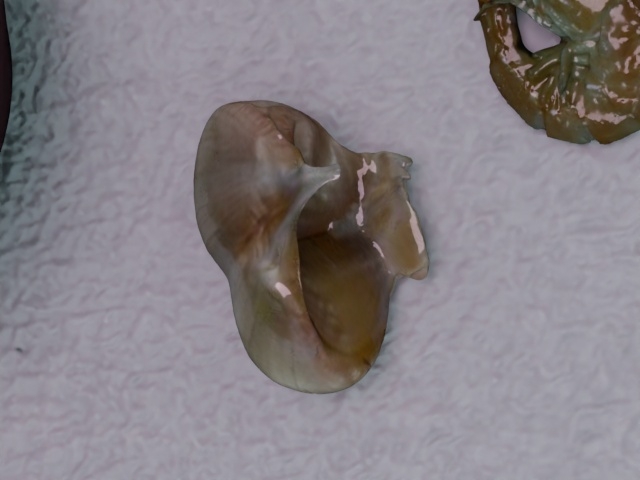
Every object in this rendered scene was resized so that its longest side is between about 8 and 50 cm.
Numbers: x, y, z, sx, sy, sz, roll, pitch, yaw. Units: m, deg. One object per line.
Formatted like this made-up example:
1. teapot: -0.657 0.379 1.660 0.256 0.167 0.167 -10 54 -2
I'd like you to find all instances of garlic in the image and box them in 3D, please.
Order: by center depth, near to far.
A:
1. garlic: -0.013 0.002 0.875 0.124 0.099 0.175 -13 84 30

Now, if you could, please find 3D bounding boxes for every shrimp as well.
1. shrimp: 0.127 -0.131 0.874 0.180 0.041 0.099 48 115 11

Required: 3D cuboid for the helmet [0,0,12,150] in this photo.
1. helmet: -0.299 -0.098 0.906 0.271 0.197 0.338 -5 92 24
